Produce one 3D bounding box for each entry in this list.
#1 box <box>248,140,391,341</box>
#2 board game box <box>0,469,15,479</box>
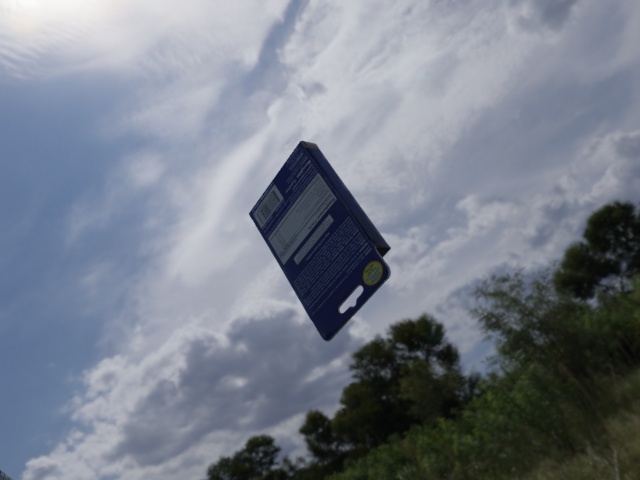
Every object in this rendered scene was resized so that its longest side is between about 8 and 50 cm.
[{"bbox_3d":[0.000,0.000,0.767,0.036,0.225,0.136,5,-47,-46],"label":"box"},{"bbox_3d":[-0.406,0.311,0.560,0.046,0.213,0.317,-46,8,14],"label":"board game box"}]
